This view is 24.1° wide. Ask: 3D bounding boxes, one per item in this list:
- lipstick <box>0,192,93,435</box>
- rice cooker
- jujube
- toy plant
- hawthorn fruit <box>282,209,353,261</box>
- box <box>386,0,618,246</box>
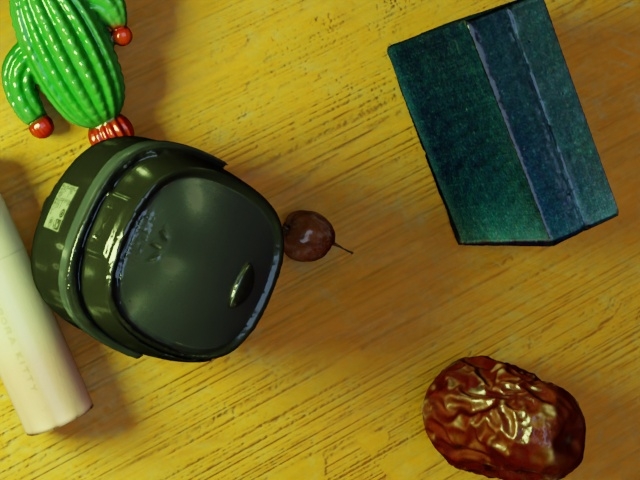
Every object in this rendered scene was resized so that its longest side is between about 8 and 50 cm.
[{"bbox_3d":[-0.366,0.061,1.738,0.087,0.087,0.326,-25,99,-16],"label":"lipstick"},{"bbox_3d":[-0.193,0.008,1.706,0.267,0.224,0.267,-9,106,-33],"label":"rice cooker"},{"bbox_3d":[0.231,0.226,1.865,0.155,0.230,0.155,-3,95,-35],"label":"jujube"},{"bbox_3d":[-0.296,-0.195,1.760,0.155,0.088,0.240,-2,105,-9],"label":"toy plant"},{"bbox_3d":[0.000,0.000,1.869,0.103,0.067,0.066,15,86,-20],"label":"hawthorn fruit"},{"bbox_3d":[0.217,-0.138,1.831,0.116,0.261,0.279,-23,98,-19],"label":"box"}]
